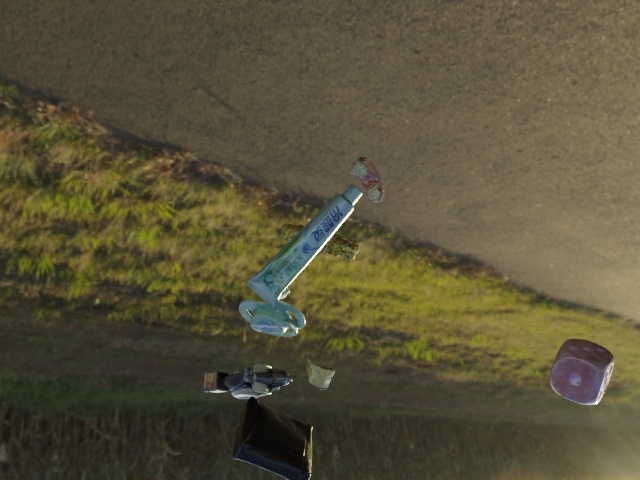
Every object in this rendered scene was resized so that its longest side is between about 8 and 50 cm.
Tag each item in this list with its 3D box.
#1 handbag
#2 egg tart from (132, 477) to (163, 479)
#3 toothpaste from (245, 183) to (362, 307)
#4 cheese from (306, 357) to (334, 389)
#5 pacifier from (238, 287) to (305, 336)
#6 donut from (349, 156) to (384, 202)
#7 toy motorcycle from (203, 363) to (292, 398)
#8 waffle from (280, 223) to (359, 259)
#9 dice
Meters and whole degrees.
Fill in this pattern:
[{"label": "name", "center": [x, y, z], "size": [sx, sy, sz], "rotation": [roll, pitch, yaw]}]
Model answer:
[{"label": "handbag", "center": [-0.122, 0.551, 1.814], "size": [0.222, 0.080, 0.247], "rotation": [23, -162, -6]}, {"label": "egg tart", "center": [-0.349, 0.532, 1.251], "size": [0.191, 0.074, 0.191], "rotation": [-4, -162, 1]}, {"label": "toothpaste", "center": [-0.025, 0.003, 1.324], "size": [0.075, 0.297, 0.048], "rotation": [43, 175, -5]}, {"label": "cheese", "center": [-0.012, 0.348, 1.705], "size": [0.084, 0.060, 0.041], "rotation": [28, -165, 18]}, {"label": "pacifier", "center": [-0.094, 0.145, 1.388], "size": [0.150, 0.117, 0.127], "rotation": [-7, 134, 30]}, {"label": "donut", "center": [0.158, -0.211, 2.169], "size": [0.065, 0.117, 0.166], "rotation": [-21, 111, 23]}, {"label": "toy motorcycle", "center": [-0.207, 0.413, 1.917], "size": [0.263, 0.091, 0.157], "rotation": [-18, 154, 40]}, {"label": "waffle", "center": [-0.001, 0.003, 1.586], "size": [0.194, 0.051, 0.149], "rotation": [19, -166, 9]}, {"label": "dice", "center": [0.489, 0.244, 1.220], "size": [0.093, 0.094, 0.091], "rotation": [22, -157, 32]}]
